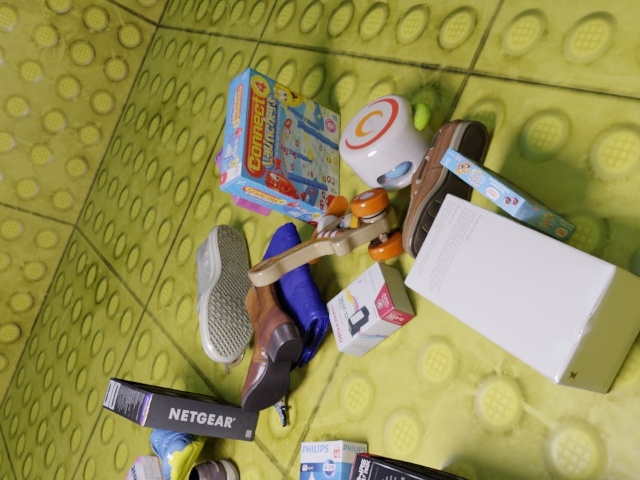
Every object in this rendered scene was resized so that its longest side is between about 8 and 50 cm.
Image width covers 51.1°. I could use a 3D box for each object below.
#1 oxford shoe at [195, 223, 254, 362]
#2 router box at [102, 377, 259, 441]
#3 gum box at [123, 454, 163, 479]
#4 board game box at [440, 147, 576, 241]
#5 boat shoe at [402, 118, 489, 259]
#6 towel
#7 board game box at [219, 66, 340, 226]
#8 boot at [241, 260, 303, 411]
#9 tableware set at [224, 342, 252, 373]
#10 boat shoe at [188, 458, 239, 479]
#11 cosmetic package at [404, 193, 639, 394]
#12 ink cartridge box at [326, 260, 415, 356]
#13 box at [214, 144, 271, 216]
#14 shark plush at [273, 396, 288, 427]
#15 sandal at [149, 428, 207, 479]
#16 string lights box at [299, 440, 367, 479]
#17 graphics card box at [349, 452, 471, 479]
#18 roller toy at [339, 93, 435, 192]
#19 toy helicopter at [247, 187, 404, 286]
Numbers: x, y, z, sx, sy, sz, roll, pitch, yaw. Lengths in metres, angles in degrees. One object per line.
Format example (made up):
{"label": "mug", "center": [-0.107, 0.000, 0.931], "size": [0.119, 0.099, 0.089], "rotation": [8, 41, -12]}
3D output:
{"label": "oxford shoe", "center": [-0.273, 0.151, 1.830], "size": [0.130, 0.169, 0.449], "rotation": [-40, 39, 29]}
{"label": "router box", "center": [-0.349, 0.423, 1.675], "size": [0.243, 0.309, 0.081], "rotation": [-1, 72, 51]}
{"label": "gum box", "center": [-0.501, 0.729, 1.923], "size": [0.107, 0.062, 0.188], "rotation": [-53, 40, 20]}
{"label": "board game box", "center": [0.332, -0.084, 1.196], "size": [0.039, 0.160, 0.211], "rotation": [-59, 38, 15]}
{"label": "boat shoe", "center": [0.241, -0.103, 1.373], "size": [0.104, 0.111, 0.307], "rotation": [18, 78, 56]}
{"label": "towel", "center": [-0.066, 0.135, 1.625], "size": [0.227, 0.076, 0.308], "rotation": [-60, 38, 39]}
{"label": "board game box", "center": [-0.090, -0.226, 1.662], "size": [0.086, 0.302, 0.308], "rotation": [-22, 58, 44]}
{"label": "boot", "center": [-0.152, 0.230, 1.594], "size": [0.280, 0.096, 0.264], "rotation": [59, 139, 49]}
{"label": "tableware set", "center": [-0.258, 0.260, 1.859], "size": [0.128, 0.039, 0.194], "rotation": [-48, 42, 26]}
{"label": "boat shoe", "center": [-0.307, 0.714, 1.637], "size": [0.132, 0.130, 0.355], "rotation": [-8, 68, 49]}
{"label": "cosmetic package", "center": [0.335, 0.077, 1.124], "size": [0.365, 0.155, 0.196], "rotation": [36, 103, 51]}
{"label": "ink cartridge box", "center": [0.104, 0.150, 1.440], "size": [0.175, 0.072, 0.127], "rotation": [-43, 45, 30]}
{"label": "box", "center": [-0.176, -0.233, 1.922], "size": [0.213, 0.117, 0.243], "rotation": [-52, 40, 21]}
{"label": "shark plush", "center": [-0.103, 0.377, 1.629], "size": [0.161, 0.073, 0.067], "rotation": [52, 141, 32]}
{"label": "sandal", "center": [-0.373, 0.522, 1.681], "size": [0.126, 0.138, 0.317], "rotation": [-57, 1, -16]}
{"label": "string lights box", "center": [0.022, 0.544, 1.356], "size": [0.133, 0.077, 0.259], "rotation": [-22, 58, 46]}
{"label": "graphics card box", "center": [0.244, 0.421, 1.014], "size": [0.371, 0.233, 0.094], "rotation": [-2, 68, 50]}
{"label": "roller toy", "center": [0.150, -0.208, 1.474], "size": [0.191, 0.146, 0.209], "rotation": [-55, 33, -11]}
{"label": "toy helicopter", "center": [0.000, 0.000, 1.491], "size": [0.355, 0.140, 0.235], "rotation": [-26, 19, -7]}
